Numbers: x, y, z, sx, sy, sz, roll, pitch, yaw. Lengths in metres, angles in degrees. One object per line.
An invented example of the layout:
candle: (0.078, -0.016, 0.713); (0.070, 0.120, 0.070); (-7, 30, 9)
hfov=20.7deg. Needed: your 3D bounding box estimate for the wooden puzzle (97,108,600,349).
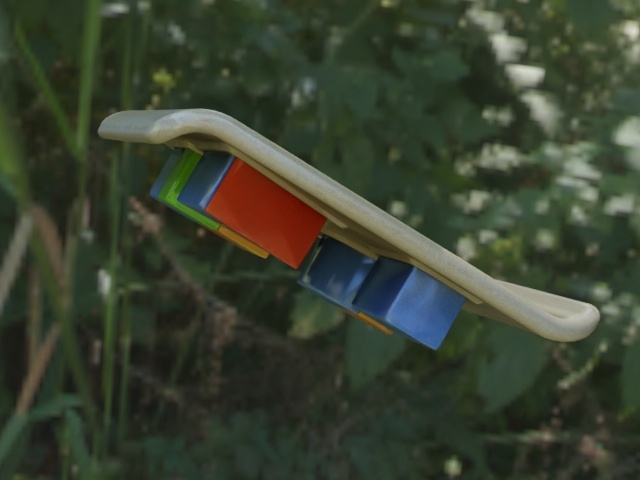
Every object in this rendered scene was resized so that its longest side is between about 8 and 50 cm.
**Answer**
wooden puzzle: (0.000, 0.000, 1.333); (0.348, 0.080, 0.322); (26, -3, -15)
